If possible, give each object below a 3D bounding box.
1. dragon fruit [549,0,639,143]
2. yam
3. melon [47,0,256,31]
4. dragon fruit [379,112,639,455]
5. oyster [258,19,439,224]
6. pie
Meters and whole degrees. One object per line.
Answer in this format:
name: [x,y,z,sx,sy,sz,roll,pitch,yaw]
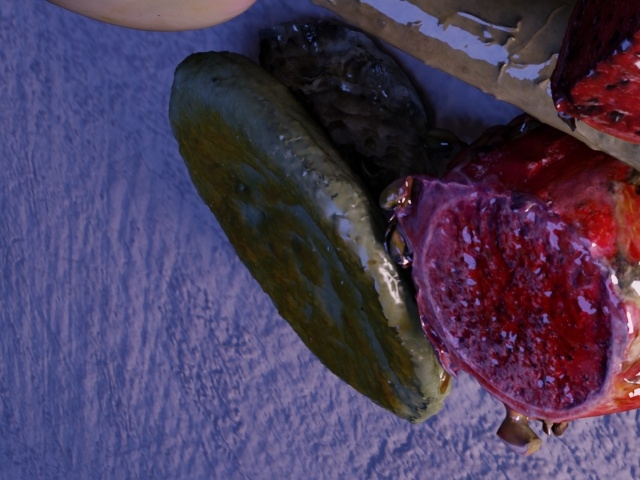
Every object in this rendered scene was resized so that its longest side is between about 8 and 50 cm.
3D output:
dragon fruit: [0.207,-0.130,0.890,0.120,0.161,0.127,22,157,-18]
yam: [0.129,-0.111,0.980,0.371,0.083,0.083,31,143,16]
melon: [-0.152,-0.269,1.081,0.317,0.223,0.223,34,150,-11]
dragon fruit: [0.145,0.022,1.066,0.282,0.147,0.211,26,143,30]
oyster: [0.019,-0.086,1.209,0.177,0.064,0.125,34,148,30]
pie: [0.000,0.000,1.237,0.323,0.070,0.323,49,165,18]
